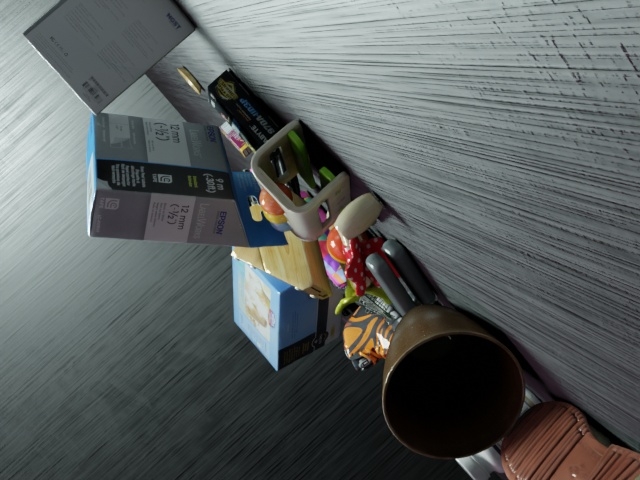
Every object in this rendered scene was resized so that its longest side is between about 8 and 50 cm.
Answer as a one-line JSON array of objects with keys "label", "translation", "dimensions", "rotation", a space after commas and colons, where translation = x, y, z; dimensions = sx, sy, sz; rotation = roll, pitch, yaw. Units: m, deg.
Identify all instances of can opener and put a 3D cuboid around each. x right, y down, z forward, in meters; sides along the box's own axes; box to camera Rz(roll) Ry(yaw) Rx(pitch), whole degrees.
[{"label": "can opener", "translation": [0.152, 0.094, 1.662], "dimensions": [0.093, 0.074, 0.280], "rotation": [44, 174, 42]}]

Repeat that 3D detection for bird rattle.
[{"label": "bird rattle", "translation": [0.055, 0.031, 1.787], "dimensions": [0.207, 0.143, 0.253], "rotation": [64, 179, 24]}]

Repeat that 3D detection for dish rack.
[{"label": "dish rack", "translation": [0.082, 0.104, 2.297], "dimensions": [0.208, 0.074, 0.271], "rotation": [37, 175, -14]}]

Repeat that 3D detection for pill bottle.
[{"label": "pill bottle", "translation": [0.308, 0.333, 1.616], "dimensions": [0.094, 0.169, 0.094], "rotation": [48, 176, 4]}]

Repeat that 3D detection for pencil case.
[{"label": "pencil case", "translation": [0.000, 0.000, 2.116], "dimensions": [0.236, 0.104, 0.104], "rotation": [45, 175, 4]}]

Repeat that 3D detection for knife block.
[{"label": "knife block", "translation": [-0.059, -0.042, 1.899], "dimensions": [0.276, 0.242, 0.088], "rotation": [25, 177, 31]}]

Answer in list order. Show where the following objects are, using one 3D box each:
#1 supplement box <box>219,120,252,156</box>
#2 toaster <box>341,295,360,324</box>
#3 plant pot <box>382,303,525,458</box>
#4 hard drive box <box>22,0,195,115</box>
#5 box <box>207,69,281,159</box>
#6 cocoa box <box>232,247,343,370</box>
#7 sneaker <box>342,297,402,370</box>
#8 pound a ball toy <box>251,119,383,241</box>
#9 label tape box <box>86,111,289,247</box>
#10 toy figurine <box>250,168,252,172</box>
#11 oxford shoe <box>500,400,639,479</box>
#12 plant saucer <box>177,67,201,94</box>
[{"label": "supplement box", "translation": [-0.192, -0.244, 2.237], "dimensions": [0.083, 0.043, 0.055], "rotation": [48, 177, 12]}, {"label": "toaster", "translation": [0.066, 0.154, 2.795], "dimensions": [0.186, 0.110, 0.168], "rotation": [45, 174, 36]}, {"label": "plant pot", "translation": [0.191, 0.193, 1.521], "dimensions": [0.215, 0.215, 0.230], "rotation": [49, -170, -18]}, {"label": "hard drive box", "translation": [-0.364, -0.361, 1.645], "dimensions": [0.181, 0.232, 0.089], "rotation": [50, 176, -22]}, {"label": "box", "translation": [-0.138, -0.227, 1.802], "dimensions": [0.175, 0.051, 0.220], "rotation": [48, 176, -6]}, {"label": "cocoa box", "translation": [-0.091, 0.139, 2.614], "dimensions": [0.231, 0.228, 0.347], "rotation": [45, 149, 32]}, {"label": "sneaker", "translation": [0.182, 0.299, 2.473], "dimensions": [0.321, 0.180, 0.124], "rotation": [45, 175, 38]}, {"label": "pound a ball toy", "translation": [-0.013, -0.056, 1.558], "dimensions": [0.208, 0.136, 0.319], "rotation": [47, 176, 8]}, {"label": "label tape box", "translation": [-0.236, -0.107, 1.699], "dimensions": [0.249, 0.348, 0.115], "rotation": [-108, 27, -50]}, {"label": "toy figurine", "translation": [-0.112, -0.136, 2.196], "dimensions": [0.159, 0.130, 0.173], "rotation": [75, 180, -51]}, {"label": "oxford shoe", "translation": [0.370, 0.335, 1.298], "dimensions": [0.146, 0.140, 0.397], "rotation": [42, 179, -14]}, {"label": "plant saucer", "translation": [-0.316, -0.392, 2.323], "dimensions": [0.083, 0.015, 0.083], "rotation": [48, 176, 4]}]
